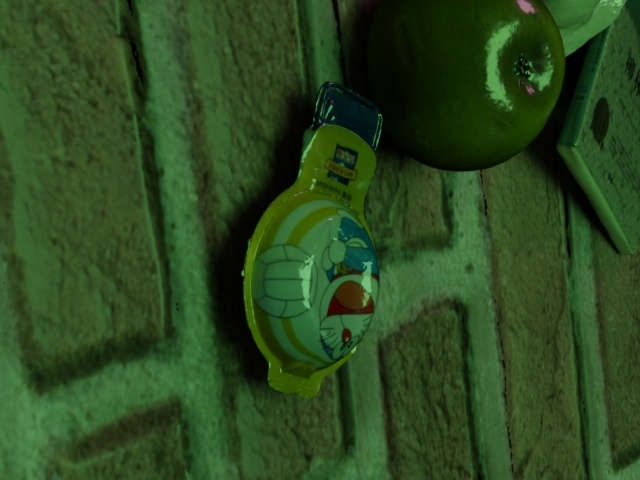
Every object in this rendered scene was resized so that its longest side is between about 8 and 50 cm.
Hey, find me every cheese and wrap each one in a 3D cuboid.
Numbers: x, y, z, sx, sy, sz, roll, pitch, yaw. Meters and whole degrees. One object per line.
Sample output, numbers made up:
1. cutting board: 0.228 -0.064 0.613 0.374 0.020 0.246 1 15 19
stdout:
1. cheese: 0.000 0.000 1.235 0.177 0.069 0.270 22 75 -47

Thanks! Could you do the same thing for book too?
1. book: 0.366 -0.206 1.641 0.264 0.031 0.379 46 58 -53

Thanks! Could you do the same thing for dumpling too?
1. dumpling: 0.259 -0.301 1.462 0.166 0.126 0.216 -13 90 -29

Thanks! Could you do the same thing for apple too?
1. apple: 0.137 -0.161 1.321 0.196 0.157 0.196 -6 99 -40
